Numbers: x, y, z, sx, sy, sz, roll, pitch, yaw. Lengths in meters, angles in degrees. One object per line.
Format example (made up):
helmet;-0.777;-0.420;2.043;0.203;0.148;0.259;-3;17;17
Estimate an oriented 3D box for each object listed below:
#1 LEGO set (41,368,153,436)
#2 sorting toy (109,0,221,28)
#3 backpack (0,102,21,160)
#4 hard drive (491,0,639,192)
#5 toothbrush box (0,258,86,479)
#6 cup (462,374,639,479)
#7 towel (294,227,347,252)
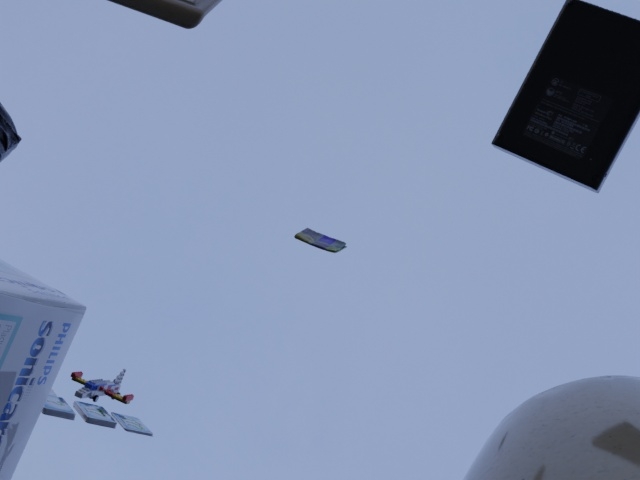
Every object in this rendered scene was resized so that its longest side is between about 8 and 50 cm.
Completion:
LEGO set;-0.383;0.239;1.276;0.244;0.183;0.060;16;-96;58
sorting toy;-0.290;-0.416;1.199;0.308;0.229;0.041;20;-50;1
backpack;-0.438;-0.145;0.856;0.158;0.117;0.173;-17;-65;6
hard drive;0.211;-0.118;0.633;0.094;0.022;0.135;29;-84;24
toothbrush box;-0.385;0.093;0.691;0.296;0.126;0.216;24;-91;25
cup;0.204;0.226;0.493;0.331;0.237;0.330;1;-56;2
towel;0.000;0.000;1.380;0.083;0.060;0.009;23;-69;19
